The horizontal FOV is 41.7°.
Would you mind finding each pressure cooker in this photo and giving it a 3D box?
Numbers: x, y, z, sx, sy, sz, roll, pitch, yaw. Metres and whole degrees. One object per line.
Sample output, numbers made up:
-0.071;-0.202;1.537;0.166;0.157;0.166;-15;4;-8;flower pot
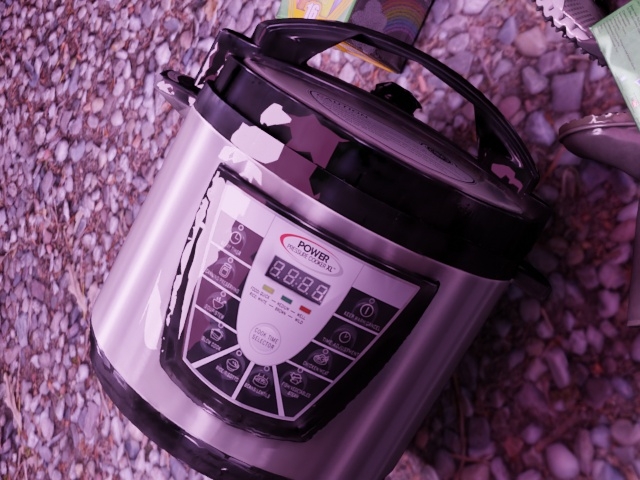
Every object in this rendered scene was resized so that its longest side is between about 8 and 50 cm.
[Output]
-0.001;-0.002;0.853;0.375;0.369;0.421;41;107;42;pressure cooker

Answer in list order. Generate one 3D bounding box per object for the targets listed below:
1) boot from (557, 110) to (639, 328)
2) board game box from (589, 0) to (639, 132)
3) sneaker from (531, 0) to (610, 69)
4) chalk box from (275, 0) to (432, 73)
0.315;-0.019;0.815;0.189;0.076;0.209;3;89;42;boot
0.349;-0.114;0.734;0.136;0.030;0.260;-31;70;38;board game box
0.273;-0.289;0.898;0.106;0.078;0.234;-44;53;29;sneaker
0.063;-0.343;1.059;0.132;0.132;0.213;31;100;41;chalk box
